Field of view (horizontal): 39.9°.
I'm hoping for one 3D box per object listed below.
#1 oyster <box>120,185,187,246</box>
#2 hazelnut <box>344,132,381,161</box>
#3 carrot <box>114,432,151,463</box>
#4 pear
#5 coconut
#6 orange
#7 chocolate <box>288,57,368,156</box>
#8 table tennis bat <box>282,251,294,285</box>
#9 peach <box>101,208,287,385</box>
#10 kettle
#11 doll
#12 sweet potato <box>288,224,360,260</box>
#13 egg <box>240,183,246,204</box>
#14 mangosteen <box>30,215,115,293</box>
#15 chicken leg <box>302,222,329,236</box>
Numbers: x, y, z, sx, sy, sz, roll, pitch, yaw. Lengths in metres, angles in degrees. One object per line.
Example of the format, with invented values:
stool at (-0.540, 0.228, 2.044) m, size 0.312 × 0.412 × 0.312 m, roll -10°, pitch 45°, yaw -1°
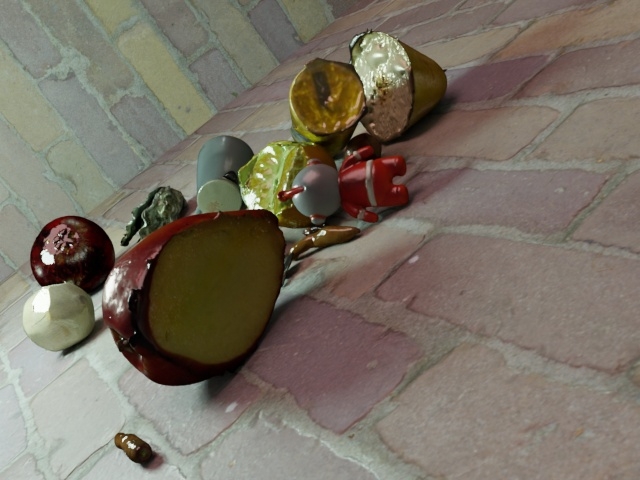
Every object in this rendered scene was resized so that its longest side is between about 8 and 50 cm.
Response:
oyster at (-0.478, -0.066, 2.561) m, size 0.267 × 0.112 × 0.198 m, roll -53°, pitch 3°, yaw -24°
hazelnut at (0.091, -0.188, 1.878) m, size 0.086 × 0.086 × 0.086 m, roll -32°, pitch 19°, yaw 12°
carrot at (-0.300, 0.321, 1.387) m, size 0.036 × 0.035 × 0.165 m, roll -43°, pitch 17°, yaw -20°
pear at (0.188, -0.347, 1.969) m, size 0.178 × 0.266 × 0.267 m, roll -10°, pitch 3°, yaw -32°
coconut at (-0.621, 0.178, 2.106) m, size 0.162 × 0.161 × 0.161 m, roll -36°, pitch 17°, yaw 27°
orange at (-0.051, -0.113, 1.785) m, size 0.237 × 0.159 × 0.179 m, roll -1°, pitch 77°, yaw 56°
chocolate at (0.011, -0.247, 1.929) m, size 0.162 × 0.162 × 0.445 m, roll -38°, pitch -6°, yaw -6°
table tennis bat at (-0.065, 0.055, 1.636) m, size 0.050 × 0.007 × 0.083 m, roll -55°, pitch 14°, yaw 39°
peach at (-0.218, 0.078, 1.472) m, size 0.201 × 0.257 × 0.361 m, roll -6°, pitch 38°, yaw 47°
kettle at (-0.272, -0.137, 2.314) m, size 0.210 × 0.160 × 0.243 m, roll -48°, pitch 19°, yaw 23°
doll at (0.038, -0.095, 1.612) m, size 0.245 × 0.142 × 0.076 m, roll -8°, pitch -12°, yaw 18°
sweet potato at (0.003, -0.002, 1.639) m, size 0.179 × 0.044 × 0.044 m, roll -18°, pitch 25°, yaw 39°
egg at (-0.117, -0.123, 1.998) m, size 0.131 × 0.131 × 0.164 m, roll -34°, pitch 15°, yaw 5°
mangosteen at (-0.695, 0.060, 2.488) m, size 0.235 × 0.235 × 0.261 m, roll -43°, pitch -19°, yaw -20°
chicken leg at (-0.003, -0.021, 1.721) m, size 0.083 × 0.021 × 0.036 m, roll -6°, pitch 25°, yaw 49°
